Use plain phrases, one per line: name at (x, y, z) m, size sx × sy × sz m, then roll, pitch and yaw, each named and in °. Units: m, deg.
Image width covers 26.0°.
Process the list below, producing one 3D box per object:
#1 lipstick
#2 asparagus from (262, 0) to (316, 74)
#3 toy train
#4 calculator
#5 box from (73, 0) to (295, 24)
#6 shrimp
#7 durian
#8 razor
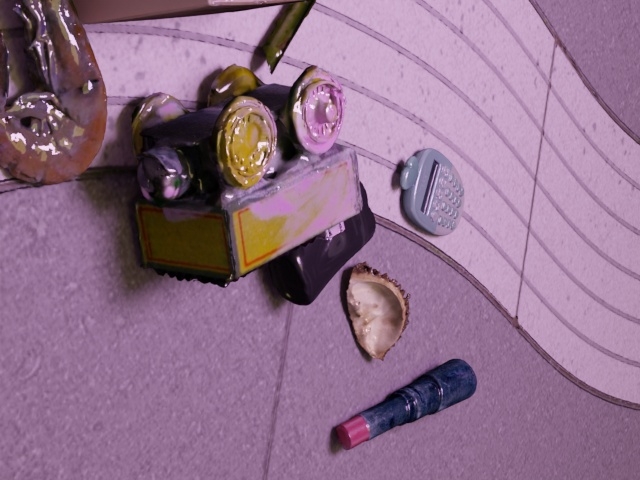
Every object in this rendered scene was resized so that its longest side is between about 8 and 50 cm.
lipstick at (0.101, 0.200, 1.643) m, size 0.234 × 0.053 × 0.054 m, roll -21°, pitch 111°, yaw -48°
asparagus at (-0.007, -0.258, 1.458) m, size 0.236 × 0.027 × 0.034 m, roll -57°, pitch 140°, yaw -32°
toy train at (-0.069, -0.067, 1.313) m, size 0.261 × 0.134 × 0.178 m, roll -27°, pitch 116°, yaw -47°
calculator at (0.135, -0.059, 1.676) m, size 0.153 × 0.021 × 0.095 m, roll 31°, pitch 70°, yaw -51°
box at (-0.094, -0.249, 1.227) m, size 0.212 × 0.168 × 0.095 m, roll -17°, pitch 104°, yaw -50°
shrimp at (-0.243, -0.149, 1.153) m, size 0.126 × 0.047 × 0.224 m, roll -32°, pitch 121°, yaw -35°
durian at (0.069, 0.078, 1.584) m, size 0.066 × 0.052 × 0.130 m, roll -43°, pitch 128°, yaw -38°
razor at (0.000, 0.000, 1.479) m, size 0.148 × 0.054 × 0.090 m, roll -48°, pitch 130°, yaw -37°
